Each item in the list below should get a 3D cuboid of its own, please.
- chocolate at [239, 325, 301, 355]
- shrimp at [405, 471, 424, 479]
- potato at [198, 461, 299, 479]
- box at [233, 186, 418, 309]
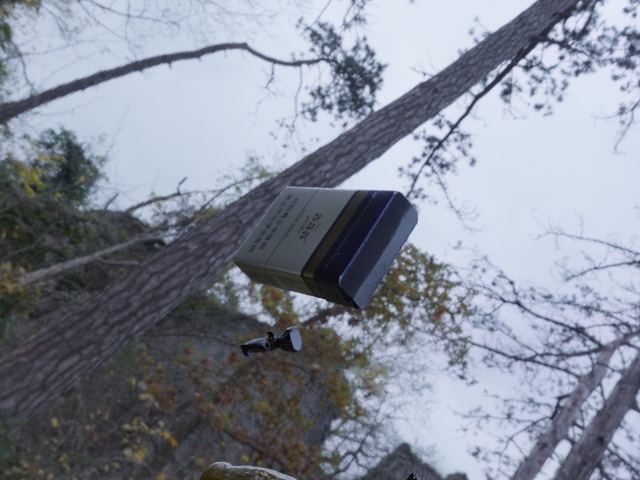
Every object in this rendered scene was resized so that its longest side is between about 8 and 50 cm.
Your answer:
[{"bbox_3d":[-0.124,0.253,1.447,0.147,0.070,0.072,-6,-31,18],"label":"chocolate"},{"bbox_3d":[0.167,0.525,1.090,0.061,0.145,0.267,24,-49,23],"label":"shrimp"},{"bbox_3d":[-0.119,0.562,1.150,0.369,0.196,0.176,13,1,38],"label":"potato"},{"bbox_3d":[0.000,0.000,0.853,0.259,0.168,0.071,10,-32,49],"label":"box"}]
